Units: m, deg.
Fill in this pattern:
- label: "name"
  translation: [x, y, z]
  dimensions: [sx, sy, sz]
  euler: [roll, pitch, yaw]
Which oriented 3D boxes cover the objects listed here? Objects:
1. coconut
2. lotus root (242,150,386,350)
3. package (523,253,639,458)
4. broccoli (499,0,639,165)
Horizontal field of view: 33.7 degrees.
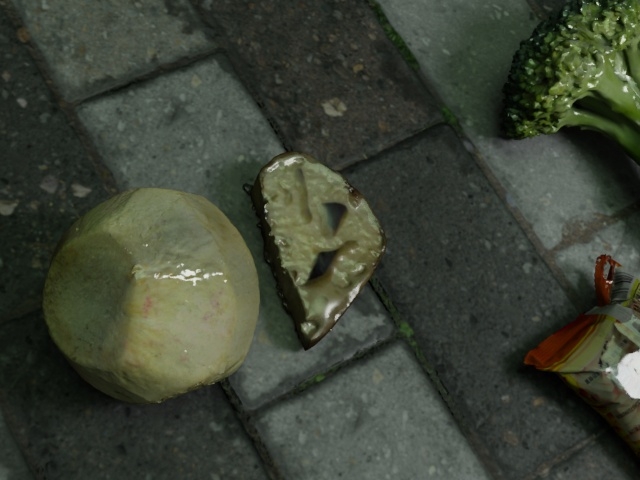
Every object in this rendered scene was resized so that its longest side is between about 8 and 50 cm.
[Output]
- label: "coconut"
  translation: [-0.197, 0.065, 1.269]
  dimensions: [0.259, 0.259, 0.259]
  euler: [5, 65, -10]
- label: "lotus root"
  translation: [0.000, 0.000, 1.419]
  dimensions: [0.170, 0.074, 0.261]
  euler: [-19, 71, -22]
- label: "package"
  translation: [0.432, 0.180, 1.409]
  dimensions: [0.288, 0.108, 0.223]
  euler: [41, 66, 5]
- label: "broccoli"
  translation: [0.433, -0.182, 1.512]
  dimensions: [0.353, 0.275, 0.397]
  euler: [-4, 72, 17]
